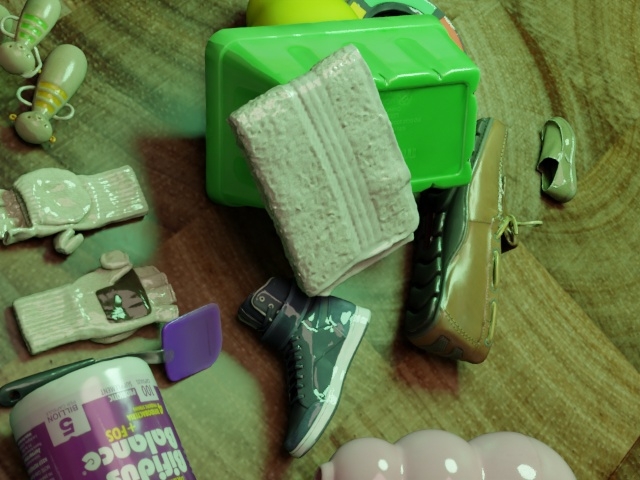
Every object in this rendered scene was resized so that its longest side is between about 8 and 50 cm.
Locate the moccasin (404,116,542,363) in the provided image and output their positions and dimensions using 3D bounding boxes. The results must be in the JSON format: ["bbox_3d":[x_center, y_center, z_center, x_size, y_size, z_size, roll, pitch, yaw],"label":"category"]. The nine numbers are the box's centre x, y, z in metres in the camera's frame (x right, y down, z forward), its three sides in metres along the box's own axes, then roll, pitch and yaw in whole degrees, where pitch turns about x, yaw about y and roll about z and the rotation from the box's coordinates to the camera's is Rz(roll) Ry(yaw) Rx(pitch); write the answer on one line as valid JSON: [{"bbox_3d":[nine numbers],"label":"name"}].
[{"bbox_3d":[0.224,-0.007,1.691,0.147,0.139,0.380,24,55,-22],"label":"moccasin"}]

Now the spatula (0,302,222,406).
[{"bbox_3d":[-0.248,0.151,1.430,0.297,0.030,0.084,-14,111,-26],"label":"spatula"}]

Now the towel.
[{"bbox_3d":[0.013,-0.078,1.453,0.187,0.049,0.282,-33,121,-15],"label":"towel"}]

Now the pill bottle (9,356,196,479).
[{"bbox_3d":[-0.215,0.295,1.299,0.169,0.169,0.301,-17,75,-32],"label":"pill bottle"}]

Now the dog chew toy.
[{"bbox_3d":[0.153,0.328,1.462,0.332,0.206,0.206,12,61,-13],"label":"dog chew toy"}]

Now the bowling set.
[{"bbox_3d":[-0.420,-0.267,1.457,0.287,0.200,0.154,25,59,-10],"label":"bowling set"}]

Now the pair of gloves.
[{"bbox_3d":[-0.296,0.014,1.472,0.204,0.042,0.240,-7,69,-29],"label":"pair of gloves"}]

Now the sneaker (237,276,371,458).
[{"bbox_3d":[-0.046,0.152,1.506,0.163,0.086,0.226,28,58,-11],"label":"sneaker"}]

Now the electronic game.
[{"bbox_3d":[0.130,-0.299,1.838,0.229,0.048,0.229,11,61,-22],"label":"electronic game"}]

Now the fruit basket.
[{"bbox_3d":[0.000,-0.208,1.642,0.392,0.392,0.282,-12,115,-31],"label":"fruit basket"}]

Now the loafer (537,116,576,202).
[{"bbox_3d":[0.375,-0.133,1.877,0.050,0.056,0.148,10,62,-30],"label":"loafer"}]
